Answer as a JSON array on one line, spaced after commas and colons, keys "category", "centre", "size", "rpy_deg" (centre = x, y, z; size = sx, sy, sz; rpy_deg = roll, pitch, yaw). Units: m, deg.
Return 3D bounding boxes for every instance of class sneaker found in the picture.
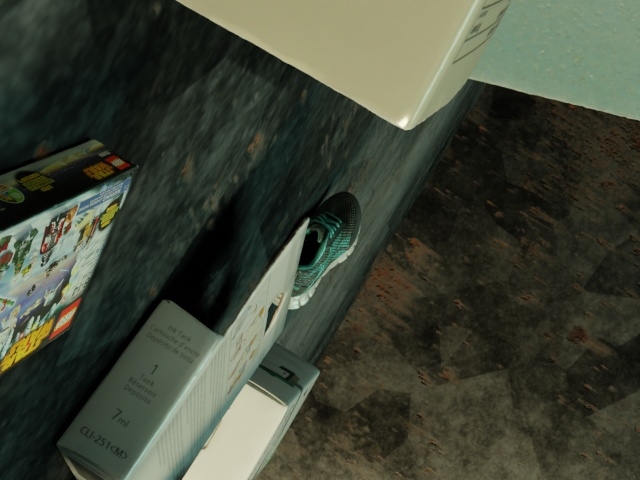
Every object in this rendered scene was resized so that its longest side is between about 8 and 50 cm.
[{"category": "sneaker", "centre": [0.000, 0.000, 1.098], "size": [0.166, 0.065, 0.076], "rpy_deg": [-57, 169, -32]}]

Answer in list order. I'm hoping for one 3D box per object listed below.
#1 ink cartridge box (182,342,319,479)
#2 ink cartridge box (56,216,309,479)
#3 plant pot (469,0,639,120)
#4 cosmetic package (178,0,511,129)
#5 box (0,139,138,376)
[{"category": "ink cartridge box", "centre": [-0.093, 0.230, 1.258], "size": [0.160, 0.092, 0.219], "rpy_deg": [-61, 173, 9]}, {"category": "ink cartridge box", "centre": [-0.107, 0.111, 0.811], "size": [0.239, 0.060, 0.275], "rpy_deg": [-57, 173, -24]}, {"category": "plant pot", "centre": [0.185, -0.258, 0.641], "size": [0.247, 0.248, 0.252], "rpy_deg": [-52, 152, -45]}, {"category": "cosmetic package", "centre": [0.063, -0.211, 0.381], "size": [0.296, 0.129, 0.153], "rpy_deg": [-63, 173, 23]}, {"category": "box", "centre": [-0.129, 0.018, 0.391], "size": [0.094, 0.027, 0.137], "rpy_deg": [-61, 173, 24]}]
